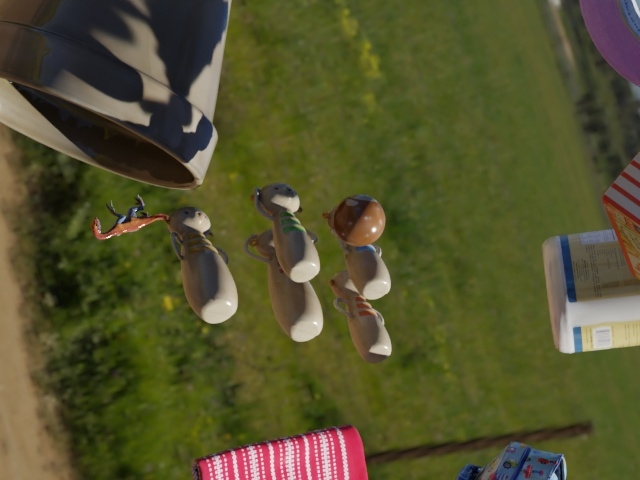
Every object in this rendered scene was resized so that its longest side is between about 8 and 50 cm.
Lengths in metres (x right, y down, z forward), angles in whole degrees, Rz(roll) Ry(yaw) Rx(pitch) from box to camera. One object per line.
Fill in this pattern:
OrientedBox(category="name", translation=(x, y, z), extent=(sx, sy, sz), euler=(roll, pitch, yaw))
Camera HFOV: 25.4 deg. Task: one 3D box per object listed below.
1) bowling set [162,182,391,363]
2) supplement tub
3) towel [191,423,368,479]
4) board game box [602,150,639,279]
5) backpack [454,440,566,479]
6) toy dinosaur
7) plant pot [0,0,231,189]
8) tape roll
OrientedBox(category="bowling set", translation=(0.000, 0.000, 1.528), extent=(0.287, 0.200, 0.154), euler=(20, 34, -37))
OrientedBox(category="supplement tub", translation=(0.372, 0.055, 1.704), extent=(0.144, 0.200, 0.144), euler=(-7, 90, -82))
OrientedBox(category="towel", translation=(-0.032, 0.331, 1.684), extent=(0.275, 0.031, 0.198), euler=(-4, 82, -48))
OrientedBox(category="board game box", translation=(0.290, -0.044, 1.093), extent=(0.045, 0.146, 0.193), euler=(39, -3, 26))
OrientedBox(category="backpack", translation=(0.197, 0.300, 1.588), extent=(0.117, 0.173, 0.158), euler=(30, 23, 12))
OrientedBox(category="toy dinosaur", translation=(-0.247, -0.024, 1.786), extent=(0.082, 0.090, 0.047), euler=(-48, 137, -49))
OrientedBox(category="plant pot", translation=(-0.234, -0.248, 1.654), extent=(0.280, 0.323, 0.323), euler=(-68, 155, -11))
OrientedBox(category="tape roll", translation=(0.443, -0.301, 1.647), extent=(0.090, 0.275, 0.274), euler=(-25, 97, -63))
